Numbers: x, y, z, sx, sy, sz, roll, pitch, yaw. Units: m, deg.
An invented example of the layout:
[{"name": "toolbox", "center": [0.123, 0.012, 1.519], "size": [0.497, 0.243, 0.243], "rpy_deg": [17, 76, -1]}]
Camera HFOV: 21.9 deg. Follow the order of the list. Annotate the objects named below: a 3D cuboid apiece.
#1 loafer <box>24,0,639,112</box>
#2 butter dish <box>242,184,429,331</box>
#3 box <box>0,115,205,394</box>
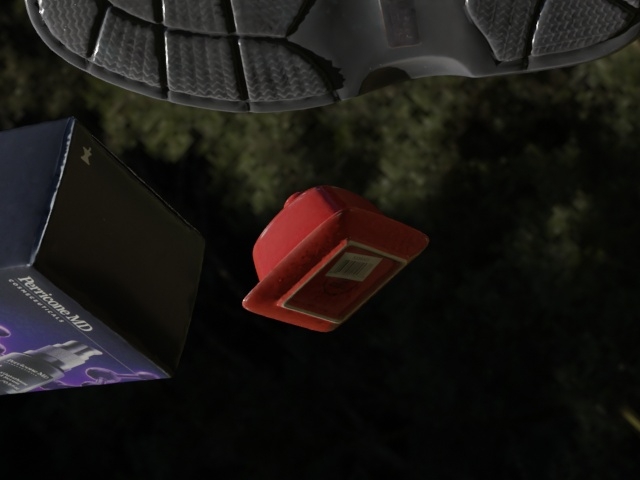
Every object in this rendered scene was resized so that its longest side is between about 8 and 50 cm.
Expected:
[{"name": "loafer", "center": [0.012, -0.128, 0.811], "size": [0.302, 0.109, 0.095], "rpy_deg": [-1, 25, 6]}, {"name": "butter dish", "center": [0.000, 0.000, 1.670], "size": [0.160, 0.160, 0.118], "rpy_deg": [-42, 55, 21]}, {"name": "box", "center": [-0.204, 0.018, 1.064], "size": [0.207, 0.153, 0.108], "rpy_deg": [-9, 55, 31]}]
